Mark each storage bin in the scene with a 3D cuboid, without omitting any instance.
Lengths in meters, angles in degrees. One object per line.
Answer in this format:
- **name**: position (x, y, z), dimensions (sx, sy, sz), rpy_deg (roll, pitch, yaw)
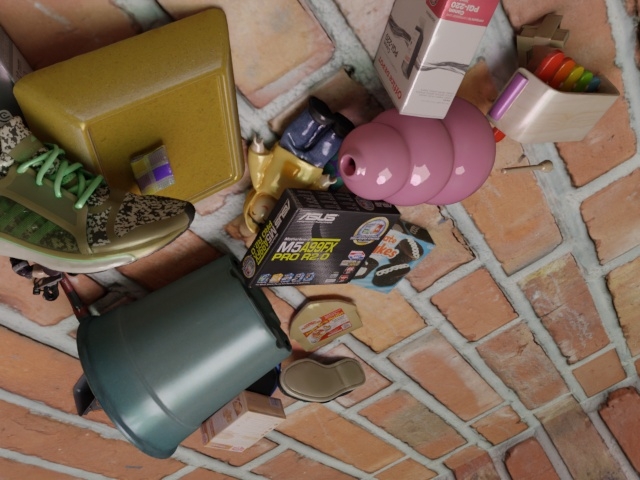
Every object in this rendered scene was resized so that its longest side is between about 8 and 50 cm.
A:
- **storage bin**: position (-0.526, 0.365, 1.530), dimensions (0.091, 0.098, 0.135), rpy_deg (7, 133, -44)

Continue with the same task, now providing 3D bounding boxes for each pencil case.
- **pencil case**: position (0.036, -0.141, 1.233), dimensions (0.151, 0.064, 0.070), rpy_deg (-46, 170, 27)

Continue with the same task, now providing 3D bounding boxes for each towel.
- **towel**: position (-0.256, -0.104, 0.961), dimensions (0.060, 0.009, 0.083), rpy_deg (-31, 145, -24)

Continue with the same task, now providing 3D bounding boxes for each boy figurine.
- **boy figurine**: position (-0.064, -0.131, 1.171), dimensions (0.177, 0.092, 0.285), rpy_deg (32, 115, -21)

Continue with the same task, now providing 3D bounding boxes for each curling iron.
- **curling iron**: position (-0.522, 0.151, 1.333), dimensions (0.068, 0.035, 0.274), rpy_deg (-16, 139, 0)

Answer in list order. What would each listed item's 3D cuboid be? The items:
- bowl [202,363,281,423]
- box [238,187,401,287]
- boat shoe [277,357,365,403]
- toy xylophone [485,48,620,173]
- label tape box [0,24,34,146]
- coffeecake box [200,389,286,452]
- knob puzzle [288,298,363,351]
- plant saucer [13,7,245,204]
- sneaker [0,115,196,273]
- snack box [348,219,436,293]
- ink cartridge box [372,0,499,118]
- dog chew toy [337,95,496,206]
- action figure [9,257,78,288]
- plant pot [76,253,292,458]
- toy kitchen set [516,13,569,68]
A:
- **bowl**: position (-0.287, 0.367, 1.642), dimensions (0.392, 0.077, 0.391), rpy_deg (-12, 139, -11)
- **box**: position (0.000, 0.000, 1.243), dimensions (0.270, 0.060, 0.216), rpy_deg (1, 136, -41)
- **boat shoe**: position (-0.015, 0.397, 1.745), dimensions (0.113, 0.127, 0.340), rpy_deg (-38, 158, 30)
- **toy xylophone**: position (0.447, -0.239, 1.228), dimensions (0.323, 0.081, 0.236), rpy_deg (-2, 138, -46)
- **label tape box**: position (-0.543, -0.211, 0.863), dimensions (0.249, 0.115, 0.347), rpy_deg (-21, 142, -1)
- **coffeecake box**: position (-0.210, 0.493, 1.702), dimensions (0.185, 0.068, 0.142), rpy_deg (-42, 136, 22)
- **knob puzzle**: position (0.003, 0.202, 1.623), dimensions (0.213, 0.030, 0.213), rpy_deg (-12, 139, -11)
- **plant saucer**: position (-0.255, -0.153, 0.994), dimensions (0.333, 0.081, 0.332), rpy_deg (-30, 145, -24)
- **sneaker**: position (-0.379, -0.071, 0.850), dimensions (0.411, 0.158, 0.181), rpy_deg (4, 121, -4)
- **snack box**: position (0.090, 0.016, 1.432), dimensions (0.322, 0.060, 0.187), rpy_deg (17, 126, -37)
- **ink cartridge box**: position (0.176, -0.330, 1.013), dimensions (0.092, 0.158, 0.217), rpy_deg (0, 135, -19)
- **dog chew toy**: position (0.164, -0.153, 1.121), dimensions (0.332, 0.206, 0.206), rpy_deg (-14, 144, -41)
- **action figure**: position (-0.517, -0.006, 1.121), dimensions (0.185, 0.099, 0.285), rpy_deg (-39, 141, 9)
- **plant pot**: position (-0.263, 0.217, 1.322), dimensions (0.334, 0.341, 0.341), rpy_deg (-33, 139, -1)
- **toy kitchen set**: position (0.415, -0.364, 1.156), dimensions (0.068, 0.083, 0.075), rpy_deg (-57, 147, -24)
